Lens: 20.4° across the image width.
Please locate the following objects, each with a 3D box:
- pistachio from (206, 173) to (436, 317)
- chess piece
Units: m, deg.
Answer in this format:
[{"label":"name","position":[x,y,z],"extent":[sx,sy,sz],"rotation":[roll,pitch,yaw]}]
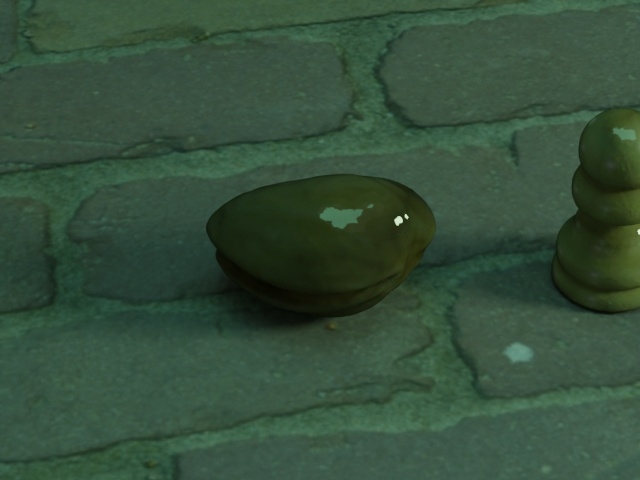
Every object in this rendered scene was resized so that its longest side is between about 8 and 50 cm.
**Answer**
[{"label":"pistachio","position":[0.000,0.000,1.447],"extent":[0.185,0.124,0.124],"rotation":[5,41,11]},{"label":"chess piece","position":[0.244,-0.033,1.453],"extent":[0.094,0.170,0.094],"rotation":[1,40,-1]}]
